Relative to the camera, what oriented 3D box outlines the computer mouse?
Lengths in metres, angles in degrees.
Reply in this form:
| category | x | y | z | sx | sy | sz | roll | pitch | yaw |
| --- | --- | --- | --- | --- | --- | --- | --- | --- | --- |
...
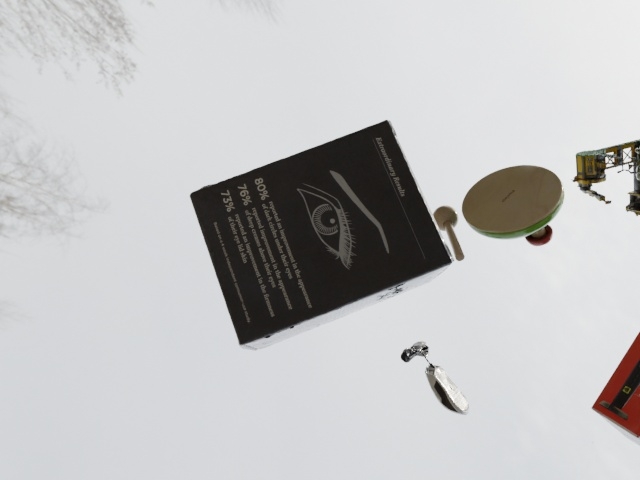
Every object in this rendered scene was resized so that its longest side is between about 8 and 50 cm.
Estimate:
| category | x | y | z | sx | sy | sz | roll | pitch | yaw |
| --- | --- | --- | --- | --- | --- | --- | --- | --- | --- |
| computer mouse | 0.263 | 0.322 | 1.199 | 0.042 | 0.106 | 0.193 | -45 | -109 | 27 |

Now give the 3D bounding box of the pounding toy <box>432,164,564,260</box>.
| category | x | y | z | sx | sy | sz | roll | pitch | yaw |
| --- | --- | --- | --- | --- | --- | --- | --- | --- | --- |
| pounding toy | 0.352 | -0.033 | 1.006 | 0.236 | 0.110 | 0.183 | -27 | -145 | 9 |

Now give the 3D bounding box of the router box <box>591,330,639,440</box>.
| category | x | y | z | sx | sy | sz | roll | pitch | yaw |
| --- | --- | --- | --- | --- | --- | --- | --- | --- | --- |
| router box | 0.653 | 0.239 | 0.971 | 0.082 | 0.335 | 0.301 | 32 | -91 | 45 |

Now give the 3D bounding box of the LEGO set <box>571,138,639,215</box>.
| category | x | y | z | sx | sy | sz | roll | pitch | yaw |
| --- | --- | --- | --- | --- | --- | --- | --- | --- | --- |
| LEGO set | 0.712 | -0.099 | 1.097 | 0.254 | 0.192 | 0.331 | -17 | -163 | -20 |

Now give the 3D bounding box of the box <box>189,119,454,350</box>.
| category | x | y | z | sx | sy | sz | roll | pitch | yaw |
| --- | --- | --- | --- | --- | --- | --- | --- | --- | --- |
| box | 0.000 | 0.000 | 0.516 | 0.206 | 0.108 | 0.153 | -20 | -104 | -4 |
